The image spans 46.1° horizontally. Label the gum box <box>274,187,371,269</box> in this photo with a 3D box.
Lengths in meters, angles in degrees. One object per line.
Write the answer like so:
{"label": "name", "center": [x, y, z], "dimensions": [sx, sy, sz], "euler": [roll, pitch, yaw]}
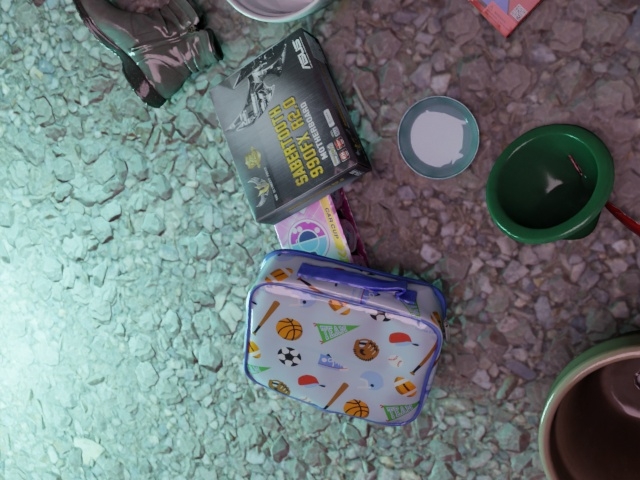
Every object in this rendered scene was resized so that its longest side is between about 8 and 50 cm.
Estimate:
{"label": "gum box", "center": [0.000, 0.000, 1.165], "dimensions": [0.107, 0.062, 0.189], "euler": [-16, 97, 25]}

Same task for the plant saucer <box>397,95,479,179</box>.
{"label": "plant saucer", "center": [0.171, -0.149, 1.083], "dimensions": [0.119, 0.021, 0.120], "euler": [6, 105, 21]}

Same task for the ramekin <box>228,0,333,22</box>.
{"label": "ramekin", "center": [-0.046, -0.411, 1.055], "dimensions": [0.207, 0.109, 0.207], "euler": [5, 104, 20]}

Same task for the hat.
{"label": "hat", "center": [0.354, -0.034, 1.039], "dimensions": [0.173, 0.183, 0.209], "euler": [-39, 46, 18]}

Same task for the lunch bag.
{"label": "lunch bag", "center": [0.039, 0.138, 1.111], "dimensions": [0.303, 0.115, 0.243], "euler": [13, 124, 6]}

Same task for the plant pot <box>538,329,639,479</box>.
{"label": "plant pot", "center": [0.425, 0.218, 0.961], "dimensions": [0.262, 0.229, 0.263], "euler": [6, 105, 21]}

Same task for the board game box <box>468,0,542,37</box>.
{"label": "board game box", "center": [0.201, -0.422, 1.000], "dimensions": [0.281, 0.027, 0.145], "euler": [46, 113, 5]}

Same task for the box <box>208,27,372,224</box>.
{"label": "box", "center": [-0.049, -0.165, 1.107], "dimensions": [0.183, 0.056, 0.231], "euler": [-27, 73, 23]}

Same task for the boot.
{"label": "boot", "center": [-0.268, -0.347, 1.188], "dimensions": [0.161, 0.083, 0.247], "euler": [-37, 90, 14]}
